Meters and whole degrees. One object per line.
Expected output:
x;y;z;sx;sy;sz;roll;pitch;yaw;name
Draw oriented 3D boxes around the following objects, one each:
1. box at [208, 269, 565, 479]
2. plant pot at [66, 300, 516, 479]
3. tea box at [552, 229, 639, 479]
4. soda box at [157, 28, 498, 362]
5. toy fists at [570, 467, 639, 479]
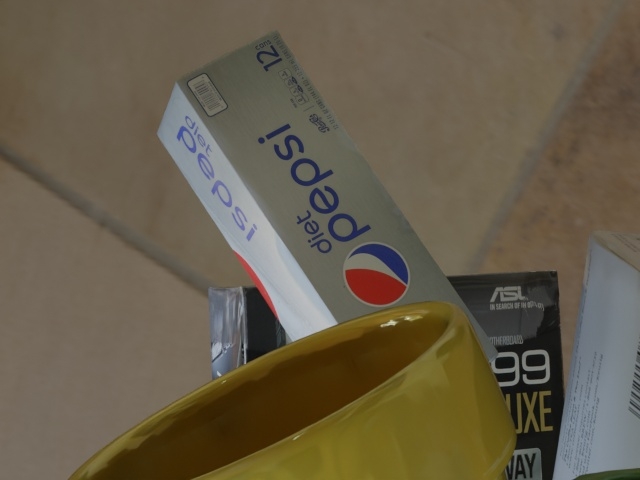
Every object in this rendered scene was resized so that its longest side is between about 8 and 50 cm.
0.062;0.151;1.598;0.076;0.307;0.242;-4;88;63;box
0.015;0.193;1.070;0.254;0.254;0.239;-22;99;28;plant pot
0.334;0.186;1.261;0.220;0.323;0.329;-127;42;-75;tea box
0.000;0.000;1.346;0.091;0.098;0.286;-30;79;-22;soda box
0.064;0.159;0.490;0.096;0.279;0.142;2;100;29;toy fists
